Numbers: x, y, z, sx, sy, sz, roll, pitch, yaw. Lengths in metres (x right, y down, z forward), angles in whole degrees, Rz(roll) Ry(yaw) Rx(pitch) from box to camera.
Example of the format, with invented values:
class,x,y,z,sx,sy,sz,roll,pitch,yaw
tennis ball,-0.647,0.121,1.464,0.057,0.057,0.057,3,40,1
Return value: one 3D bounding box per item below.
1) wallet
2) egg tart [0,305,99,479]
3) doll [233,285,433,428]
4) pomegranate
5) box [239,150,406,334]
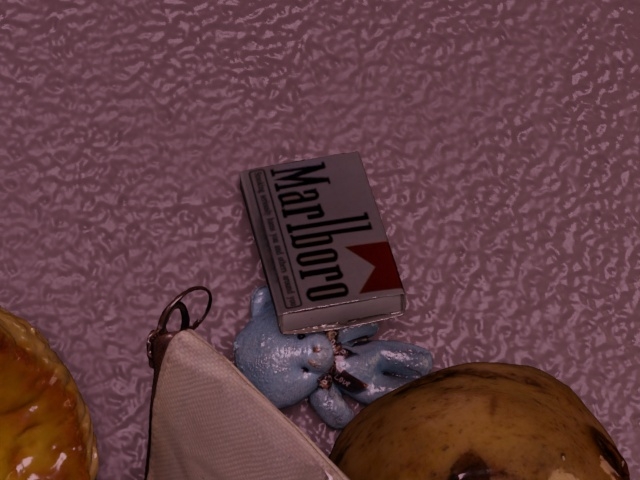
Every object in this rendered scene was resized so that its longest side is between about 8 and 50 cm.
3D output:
class,x,y,z,sx,sy,sz,roll,pitch,yaw
wallet,-0.058,0.233,1.409,0.068,0.335,0.275,-23,48,-38
egg tart,-0.305,0.197,1.454,0.128,0.319,0.319,-4,70,29
doll,0.011,0.108,1.586,0.180,0.075,0.120,9,76,-2
pomegranate,0.133,0.233,1.464,0.281,0.281,0.281,1,73,-4
box,0.000,0.000,1.604,0.115,0.036,0.177,-8,49,-9
